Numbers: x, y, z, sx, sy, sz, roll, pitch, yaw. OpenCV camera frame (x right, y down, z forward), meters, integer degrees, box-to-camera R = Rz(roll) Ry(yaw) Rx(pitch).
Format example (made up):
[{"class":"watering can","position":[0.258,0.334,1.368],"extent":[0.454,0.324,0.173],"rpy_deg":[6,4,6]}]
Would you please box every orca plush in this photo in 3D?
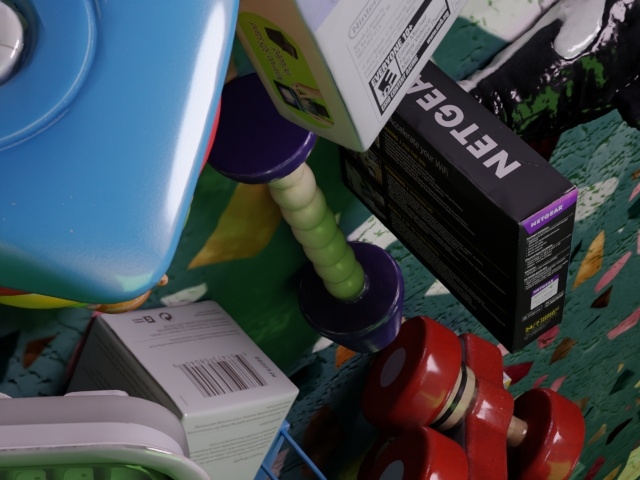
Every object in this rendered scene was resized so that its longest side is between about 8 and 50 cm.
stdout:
[{"class":"orca plush","position":[0.192,-0.120,0.840],"extent":[0.287,0.102,0.151],"rpy_deg":[-23,142,-32]}]

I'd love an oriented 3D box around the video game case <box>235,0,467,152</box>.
[{"class":"video game case","position":[0.039,-0.213,0.529],"extent":[0.269,0.061,0.244],"rpy_deg":[-56,153,-15]}]

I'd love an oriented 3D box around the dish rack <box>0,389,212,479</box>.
[{"class":"dish rack","position":[-0.197,0.187,0.687],"extent":[0.286,0.072,0.333],"rpy_deg":[-2,138,-4]}]

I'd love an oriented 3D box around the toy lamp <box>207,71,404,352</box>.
[{"class":"toy lamp","position":[0.000,0.000,0.782],"extent":[0.080,0.080,0.274],"rpy_deg":[-42,148,-6]}]

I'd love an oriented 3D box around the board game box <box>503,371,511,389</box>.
[{"class":"board game box","position":[0.125,0.200,1.210],"extent":[0.103,0.026,0.154],"rpy_deg":[-19,141,-35]}]

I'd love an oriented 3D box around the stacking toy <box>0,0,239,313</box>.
[{"class":"stacking toy","position":[-0.119,-0.024,0.565],"extent":[0.302,0.175,0.165],"rpy_deg":[84,16,-71]}]

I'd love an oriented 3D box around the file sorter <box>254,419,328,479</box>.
[{"class":"file sorter","position":[-0.081,0.233,0.934],"extent":[0.170,0.104,0.118],"rpy_deg":[-13,137,-42]}]

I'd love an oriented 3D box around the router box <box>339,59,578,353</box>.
[{"class":"router box","position":[0.077,-0.033,0.734],"extent":[0.046,0.179,0.133],"rpy_deg":[-32,147,-17]}]

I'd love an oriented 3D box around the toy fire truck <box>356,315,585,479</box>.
[{"class":"toy fire truck","position":[0.081,0.227,0.995],"extent":[0.169,0.302,0.254],"rpy_deg":[30,123,-17]}]

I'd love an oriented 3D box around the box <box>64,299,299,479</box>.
[{"class":"box","position":[-0.092,0.104,0.772],"extent":[0.101,0.102,0.087],"rpy_deg":[-5,129,-47]}]
